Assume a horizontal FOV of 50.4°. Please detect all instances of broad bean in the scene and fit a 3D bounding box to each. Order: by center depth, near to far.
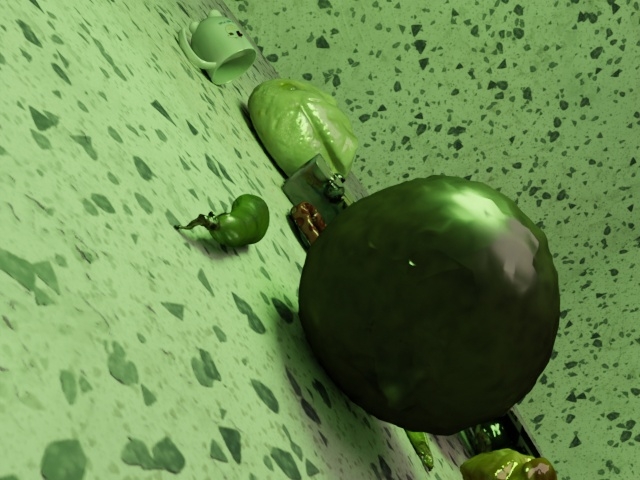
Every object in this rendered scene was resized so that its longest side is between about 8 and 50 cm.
[{"bbox_3d":[-0.120,-0.029,1.021,0.075,0.067,0.325,46,8,1],"label":"broad bean"}]

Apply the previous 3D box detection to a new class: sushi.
[{"bbox_3d":[0.425,0.509,1.714,0.296,0.099,0.373,81,-14,-51],"label":"sushi"}]

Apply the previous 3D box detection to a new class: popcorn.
[{"bbox_3d":[0.328,0.462,1.110,0.265,0.225,0.332,37,1,-1],"label":"popcorn"}]

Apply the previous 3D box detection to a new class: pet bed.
[{"bbox_3d":[0.000,0.000,1.521,0.201,0.053,0.201,58,9,-15],"label":"pet bed"}]

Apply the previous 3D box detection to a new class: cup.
[{"bbox_3d":[-0.267,-0.474,1.676,0.142,0.173,0.134,55,-21,7],"label":"cup"}]

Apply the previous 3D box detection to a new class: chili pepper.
[{"bbox_3d":[0.164,0.325,1.268,0.208,0.043,0.049,59,-2,19],"label":"chili pepper"}]

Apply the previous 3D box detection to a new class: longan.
[{"bbox_3d":[0.158,0.092,1.026,0.391,0.391,0.391,52,11,-14],"label":"longan"}]

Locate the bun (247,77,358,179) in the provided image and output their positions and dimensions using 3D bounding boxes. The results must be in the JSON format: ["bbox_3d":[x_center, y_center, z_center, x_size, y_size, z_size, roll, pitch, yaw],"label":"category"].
[{"bbox_3d":[-0.033,-0.297,1.847,0.365,0.219,0.365,49,12,-14],"label":"bun"}]

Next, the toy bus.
[{"bbox_3d":[0.044,-0.051,1.662,0.317,0.138,0.112,54,15,-10],"label":"toy bus"}]

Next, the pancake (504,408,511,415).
[{"bbox_3d":[0.316,0.253,1.624,0.387,0.082,0.387,36,-36,31],"label":"pancake"}]
